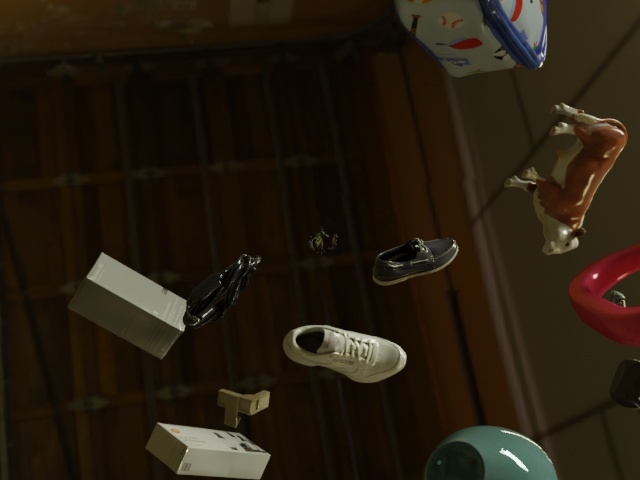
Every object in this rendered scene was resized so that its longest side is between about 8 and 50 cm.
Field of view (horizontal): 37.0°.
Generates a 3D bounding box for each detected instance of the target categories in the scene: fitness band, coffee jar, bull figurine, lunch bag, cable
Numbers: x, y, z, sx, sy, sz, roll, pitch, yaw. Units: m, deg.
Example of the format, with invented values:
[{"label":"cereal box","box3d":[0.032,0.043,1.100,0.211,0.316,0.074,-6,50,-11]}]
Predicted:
[{"label":"fitness band","box3d":[0.425,0.048,1.190,0.054,0.209,0.291,58,-1,-8]},{"label":"coffee jar","box3d":[0.647,0.303,1.862,0.079,0.184,0.096,4,-113,60]},{"label":"bull figurine","box3d":[0.504,-0.126,1.967,0.310,0.188,0.101,-60,-166,2]},{"label":"lunch bag","box3d":[0.143,-0.313,0.877,0.243,0.115,0.303,18,72,-61]},{"label":"cable","box3d":[-0.175,0.096,1.761,0.047,0.184,0.150,42,-17,18]}]

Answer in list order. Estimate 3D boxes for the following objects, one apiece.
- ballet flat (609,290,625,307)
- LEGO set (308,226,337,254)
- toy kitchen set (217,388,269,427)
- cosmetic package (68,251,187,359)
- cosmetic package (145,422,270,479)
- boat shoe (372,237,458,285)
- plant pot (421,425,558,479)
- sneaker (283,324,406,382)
[{"label":"ballet flat","box3d":[0.636,0.151,2.064,0.114,0.041,0.041,86,-9,-52]},{"label":"LEGO set","box3d":[0.000,0.003,1.944,0.023,0.083,0.054,12,-100,40]},{"label":"toy kitchen set","box3d":[-0.163,0.348,2.003,0.075,0.083,0.068,-13,113,-62]},{"label":"cosmetic package","box3d":[-0.416,0.143,2.097,0.107,0.238,0.127,-51,-166,24]},{"label":"cosmetic package","box3d":[-0.210,0.402,1.822,0.099,0.239,0.060,23,-89,38]},{"label":"boat shoe","box3d":[0.203,0.031,2.021,0.075,0.206,0.065,48,-29,47]},{"label":"plant pot","box3d":[0.325,0.511,1.995,0.195,0.290,0.290,38,28,-46]},{"label":"sneaker","box3d":[0.058,0.274,2.318,0.152,0.305,0.114,96,2,-74]}]
